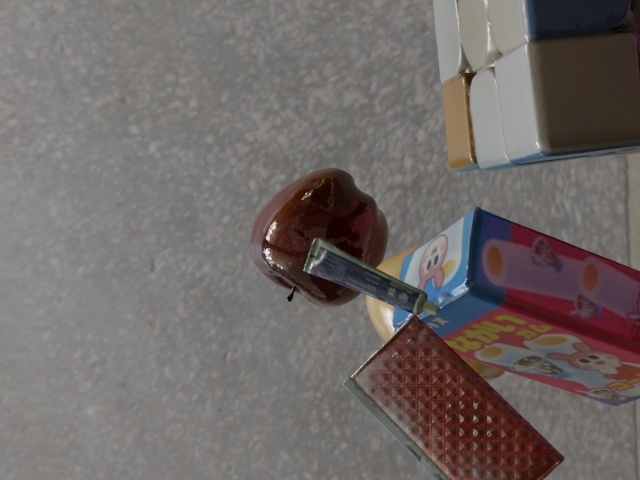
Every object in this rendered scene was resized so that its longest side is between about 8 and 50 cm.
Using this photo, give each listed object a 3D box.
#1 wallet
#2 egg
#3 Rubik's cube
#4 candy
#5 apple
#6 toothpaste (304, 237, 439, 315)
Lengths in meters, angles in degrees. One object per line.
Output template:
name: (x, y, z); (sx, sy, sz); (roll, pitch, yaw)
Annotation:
wallet: (0.124, 0.171, 0.992); (0.196, 0.020, 0.103); (44, 104, 7)
egg: (0.184, 0.103, 1.559); (0.244, 0.201, 0.201); (18, 107, 16)
Rubik's cube: (0.332, -0.267, 1.187); (0.347, 0.344, 0.346); (-8, 91, -7)
candy: (0.246, 0.079, 1.117); (0.306, 0.100, 0.157); (18, 153, -19)
apple: (0.001, 0.001, 1.735); (0.234, 0.234, 0.234); (3, 105, 11)
toothpaste: (0.049, 0.039, 0.988); (0.140, 0.021, 0.037); (24, 102, 20)
